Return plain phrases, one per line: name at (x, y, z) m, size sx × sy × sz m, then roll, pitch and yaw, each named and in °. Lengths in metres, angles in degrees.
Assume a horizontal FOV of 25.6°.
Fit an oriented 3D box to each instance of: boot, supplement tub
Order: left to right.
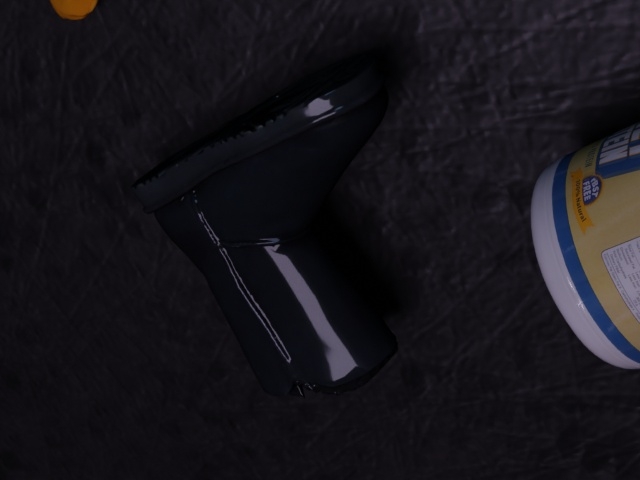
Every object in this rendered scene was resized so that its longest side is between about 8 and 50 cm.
boot at (0.000, 0.000, 0.994) m, size 0.246 × 0.094 × 0.207 m, roll -25°, pitch 105°, yaw 42°
supplement tub at (0.244, -0.017, 0.841) m, size 0.199 × 0.144 × 0.144 m, roll -25°, pitch 108°, yaw 34°

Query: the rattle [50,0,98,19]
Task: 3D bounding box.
rattle at (-0.207, -0.187, 0.900) m, size 0.143 × 0.200 × 0.130 m, roll -33°, pitch 103°, yaw 37°
